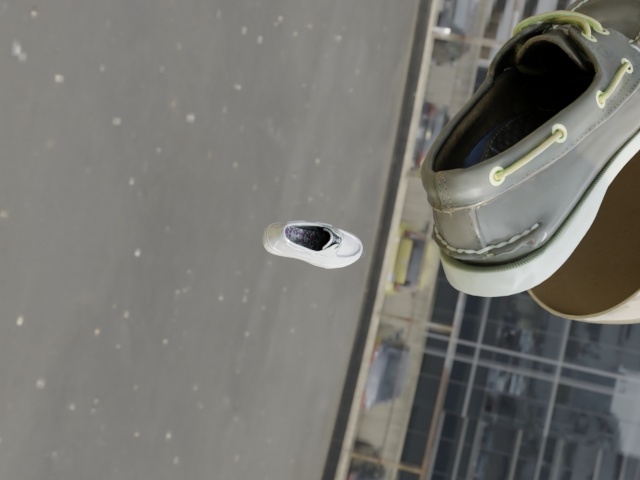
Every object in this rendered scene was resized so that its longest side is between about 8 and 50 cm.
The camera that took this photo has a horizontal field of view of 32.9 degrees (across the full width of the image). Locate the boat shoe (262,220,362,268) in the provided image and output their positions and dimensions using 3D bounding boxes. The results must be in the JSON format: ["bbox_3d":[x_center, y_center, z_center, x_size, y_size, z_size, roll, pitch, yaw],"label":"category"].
[{"bbox_3d":[0.000,0.000,1.671,0.184,0.063,0.066,16,72,-35],"label":"boat shoe"}]

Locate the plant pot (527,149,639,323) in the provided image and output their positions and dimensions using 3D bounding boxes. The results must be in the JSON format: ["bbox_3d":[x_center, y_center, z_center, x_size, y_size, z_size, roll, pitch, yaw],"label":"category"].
[{"bbox_3d":[0.386,-0.026,1.250,0.284,0.191,0.284,-37,-136,48],"label":"plant pot"}]

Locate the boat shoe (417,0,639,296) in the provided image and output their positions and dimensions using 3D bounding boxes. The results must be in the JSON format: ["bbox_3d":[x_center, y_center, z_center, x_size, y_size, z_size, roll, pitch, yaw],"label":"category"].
[{"bbox_3d":[0.160,-0.096,0.721,0.305,0.109,0.091,-53,131,-34],"label":"boat shoe"}]
